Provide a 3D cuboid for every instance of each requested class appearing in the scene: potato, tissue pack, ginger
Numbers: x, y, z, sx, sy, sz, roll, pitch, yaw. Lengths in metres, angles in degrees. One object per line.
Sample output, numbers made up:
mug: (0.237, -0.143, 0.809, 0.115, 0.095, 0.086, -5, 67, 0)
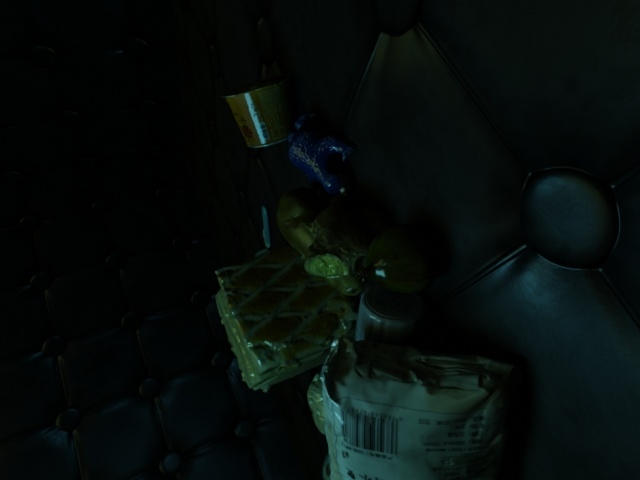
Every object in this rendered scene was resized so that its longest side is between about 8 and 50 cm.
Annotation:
potato: (0.000, 0.000, 1.178, 0.369, 0.177, 0.195, 54, 154, 26)
tissue pack: (0.187, 0.382, 0.829, 0.376, 0.195, 0.389, 5, 112, 19)
ginger: (0.063, -0.033, 1.010, 0.123, 0.219, 0.270, 63, -155, -48)

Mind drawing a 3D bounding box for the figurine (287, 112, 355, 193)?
figurine: (-0.014, -0.222, 1.114, 0.262, 0.121, 0.164, 51, 146, 38)

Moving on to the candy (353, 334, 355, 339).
candy: (0.151, 0.293, 1.198, 0.226, 0.051, 0.093, 122, 138, -59)

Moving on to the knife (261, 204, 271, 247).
knife: (-0.251, -0.060, 1.896, 0.064, 0.032, 0.221, -129, 31, -50)

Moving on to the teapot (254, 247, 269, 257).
teapot: (-0.257, 0.109, 1.953, 0.124, 0.091, 0.092, 49, 146, 44)

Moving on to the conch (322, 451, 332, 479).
conch: (0.115, 0.761, 1.428, 0.197, 0.249, 0.367, 13, 137, 12)

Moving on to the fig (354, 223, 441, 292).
fig: (0.153, 0.054, 0.845, 0.142, 0.186, 0.148, 61, 169, -16)

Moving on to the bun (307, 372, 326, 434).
bun: (0.020, 0.592, 1.534, 0.229, 0.145, 0.229, 14, -90, -80)

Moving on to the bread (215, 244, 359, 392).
bread: (-0.115, 0.236, 1.343, 0.279, 0.390, 0.371, 98, 149, -54)

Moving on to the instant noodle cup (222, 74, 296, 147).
instant noodle cup: (-0.173, -0.394, 1.271, 0.216, 0.216, 0.172, 35, 145, 56)

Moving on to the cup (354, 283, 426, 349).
cup: (0.145, 0.207, 0.991, 0.221, 0.167, 0.201, 35, 135, 43)
